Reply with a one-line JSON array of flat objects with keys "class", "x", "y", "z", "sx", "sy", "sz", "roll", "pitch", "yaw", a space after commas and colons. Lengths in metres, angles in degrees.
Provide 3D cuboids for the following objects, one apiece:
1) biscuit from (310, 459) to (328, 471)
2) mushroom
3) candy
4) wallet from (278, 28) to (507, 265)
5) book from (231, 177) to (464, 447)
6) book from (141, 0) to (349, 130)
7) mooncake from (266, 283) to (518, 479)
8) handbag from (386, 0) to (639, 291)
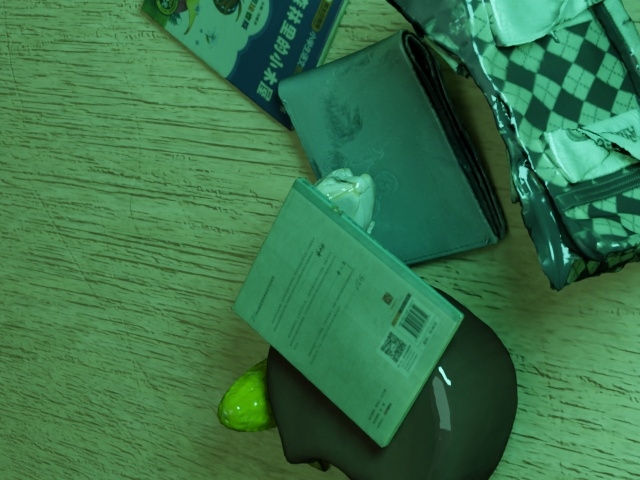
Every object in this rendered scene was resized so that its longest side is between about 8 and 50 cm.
[{"class": "biscuit", "x": -0.026, "y": 0.290, "z": 1.973, "sx": 0.081, "sy": 0.018, "sz": 0.083, "roll": 22, "pitch": 141, "yaw": 34}, {"class": "mushroom", "x": 0.002, "y": 0.001, "z": 1.784, "sx": 0.096, "sy": 0.099, "sz": 0.278, "roll": 49, "pitch": 144, "yaw": 19}, {"class": "candy", "x": -0.073, "y": 0.214, "z": 1.889, "sx": 0.094, "sy": 0.199, "sz": 0.106, "roll": 51, "pitch": 121, "yaw": 10}, {"class": "wallet", "x": 0.084, "y": -0.106, "z": 1.743, "sx": 0.251, "sy": 0.054, "sz": 0.290, "roll": -13, "pitch": 105, "yaw": 47}, {"class": "book", "x": 0.026, "y": 0.086, "z": 1.660, "sx": 0.282, "sy": 0.025, "sz": 0.215, "roll": 43, "pitch": 120, "yaw": 26}, {"class": "book", "x": -0.109, "y": -0.330, "z": 1.870, "sx": 0.322, "sy": 0.018, "sz": 0.228, "roll": 40, "pitch": 126, "yaw": 25}, {"class": "mooncake", "x": 0.097, "y": 0.205, "z": 1.750, "sx": 0.325, "sy": 0.174, "sz": 0.334, "roll": -14, "pitch": 91, "yaw": 39}, {"class": "handbag", "x": 0.239, "y": -0.154, "z": 1.428, "sx": 0.180, "sy": 0.316, "sz": 0.416, "roll": -33, "pitch": 82, "yaw": 35}]
